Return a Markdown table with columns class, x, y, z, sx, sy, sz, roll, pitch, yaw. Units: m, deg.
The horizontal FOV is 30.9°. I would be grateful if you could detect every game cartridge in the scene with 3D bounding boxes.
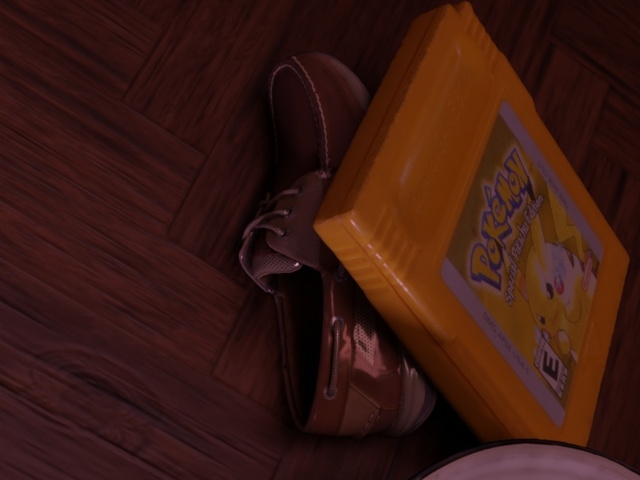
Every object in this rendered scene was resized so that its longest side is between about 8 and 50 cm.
| class | x | y | z | sx | sy | sz | roll | pitch | yaw |
| --- | --- | --- | --- | --- | --- | --- | --- | --- | --- |
| game cartridge | 0.142 | 0.001 | 0.937 | 0.324 | 0.052 | 0.285 | 52 | 43 | -29 |

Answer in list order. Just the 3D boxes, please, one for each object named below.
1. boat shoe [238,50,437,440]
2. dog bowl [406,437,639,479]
| class | x | y | z | sx | sy | sz | roll | pitch | yaw |
| --- | --- | --- | --- | --- | --- | --- | --- | --- | --- |
| boat shoe | 0.000 | 0.000 | 0.916 | 0.116 | 0.123 | 0.324 | -6 | 73 | -27 |
| dog bowl | 0.128 | 0.350 | 0.787 | 0.408 | 0.150 | 0.408 | 10 | 67 | -25 |
